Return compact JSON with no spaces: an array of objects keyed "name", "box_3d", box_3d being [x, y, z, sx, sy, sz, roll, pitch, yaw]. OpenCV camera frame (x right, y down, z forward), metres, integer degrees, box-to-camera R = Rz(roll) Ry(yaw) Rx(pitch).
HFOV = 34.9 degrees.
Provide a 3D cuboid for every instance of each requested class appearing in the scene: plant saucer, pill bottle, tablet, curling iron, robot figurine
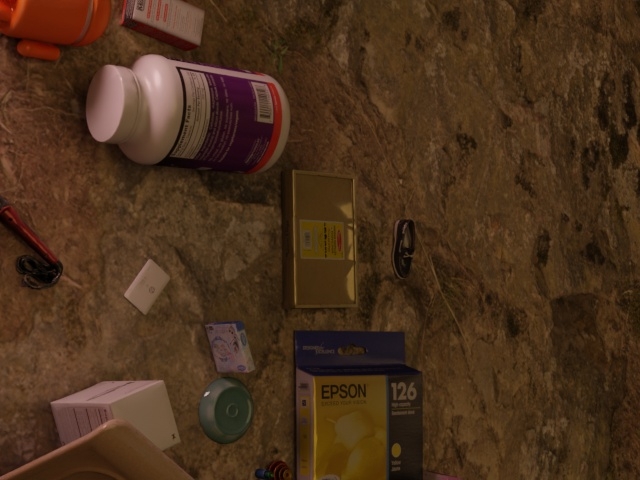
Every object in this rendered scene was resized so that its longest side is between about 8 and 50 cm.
[{"name":"plant saucer","box_3d":[-0.162,0.304,1.816,0.119,0.021,0.119,6,81,-40]},{"name":"pill bottle","box_3d":[-0.221,-0.211,1.715,0.323,0.181,0.181,3,84,-40]},{"name":"tablet","box_3d":[-0.295,0.079,1.735,0.054,0.006,0.083,47,58,-27]},{"name":"curling iron","box_3d":[-0.490,-0.032,1.557,0.068,0.035,0.274,-47,116,-34]},{"name":"robot figurine","box_3d":[-0.424,-0.371,1.594,0.219,0.128,0.158,1,82,-40]}]

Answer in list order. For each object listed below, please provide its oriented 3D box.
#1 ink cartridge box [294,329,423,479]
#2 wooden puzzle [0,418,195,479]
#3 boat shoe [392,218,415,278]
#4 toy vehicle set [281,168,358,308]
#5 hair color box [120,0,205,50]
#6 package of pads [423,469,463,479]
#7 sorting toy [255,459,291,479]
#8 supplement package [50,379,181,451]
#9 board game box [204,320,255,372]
[{"name":"ink cartridge box","box_3d":[0.082,0.331,1.997,0.303,0.072,0.307,4,84,-40]},{"name":"wooden puzzle","box_3d":[-0.321,0.412,1.504,0.322,0.348,0.080,48,24,-27]},{"name":"boat shoe","box_3d":[0.179,0.017,2.133,0.046,0.038,0.125,11,78,-40]},{"name":"toy vehicle set","box_3d":[0.000,0.000,1.980,0.166,0.035,0.267,4,83,-41]},{"name":"hair color box","box_3d":[-0.274,-0.390,1.779,0.141,0.043,0.072,17,74,-40]},{"name":"package of pads","box_3d":[0.252,0.501,2.114,0.050,0.083,0.032,22,76,-34]},{"name":"sorting toy","box_3d":[-0.088,0.441,1.851,0.102,0.042,0.061,-49,116,-33]},{"name":"supplement package","box_3d":[-0.318,0.281,1.573,0.105,0.179,0.105,-19,97,-44]},{"name":"board game box","box_3d":[-0.159,0.187,1.785,0.020,0.090,0.090,-19,98,-42]}]
